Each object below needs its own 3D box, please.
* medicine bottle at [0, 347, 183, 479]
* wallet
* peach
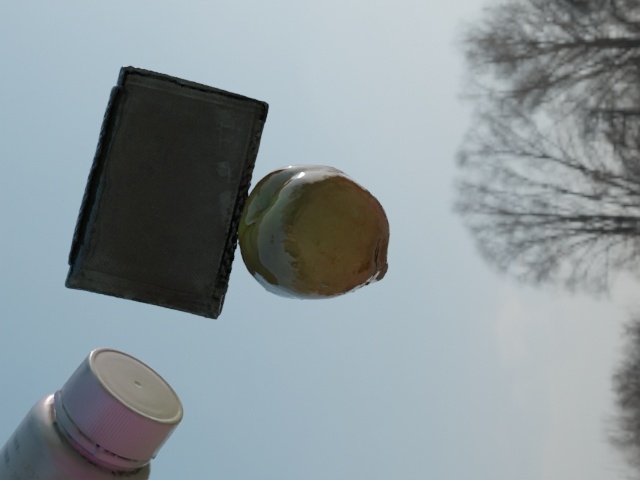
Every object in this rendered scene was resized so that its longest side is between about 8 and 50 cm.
[{"bbox_3d":[-0.405,0.361,1.524,0.302,0.241,0.241,-52,-22,10],"label":"medicine bottle"},{"bbox_3d":[-0.227,-0.071,1.306,0.075,0.237,0.342,152,130,-77],"label":"wallet"},{"bbox_3d":[0.000,0.000,1.245,0.232,0.232,0.233,3,-90,-66],"label":"peach"}]
